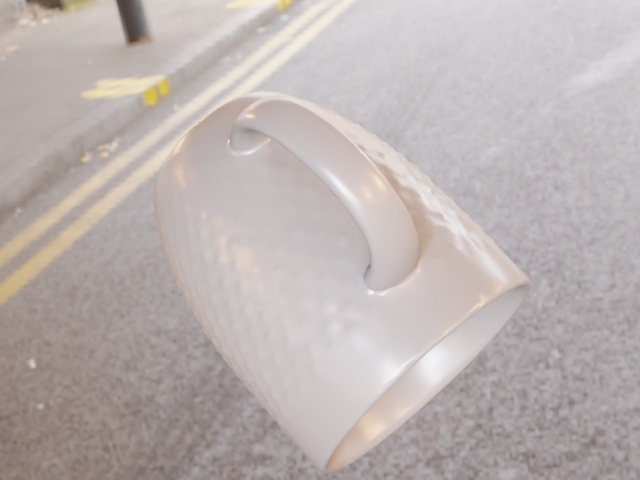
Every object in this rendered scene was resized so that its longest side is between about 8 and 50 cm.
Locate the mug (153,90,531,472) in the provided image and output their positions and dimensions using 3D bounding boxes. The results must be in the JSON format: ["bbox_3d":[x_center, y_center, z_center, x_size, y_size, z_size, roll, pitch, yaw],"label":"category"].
[{"bbox_3d":[0.000,0.000,1.134,0.276,0.328,0.374,-38,-17,-17],"label":"mug"}]
